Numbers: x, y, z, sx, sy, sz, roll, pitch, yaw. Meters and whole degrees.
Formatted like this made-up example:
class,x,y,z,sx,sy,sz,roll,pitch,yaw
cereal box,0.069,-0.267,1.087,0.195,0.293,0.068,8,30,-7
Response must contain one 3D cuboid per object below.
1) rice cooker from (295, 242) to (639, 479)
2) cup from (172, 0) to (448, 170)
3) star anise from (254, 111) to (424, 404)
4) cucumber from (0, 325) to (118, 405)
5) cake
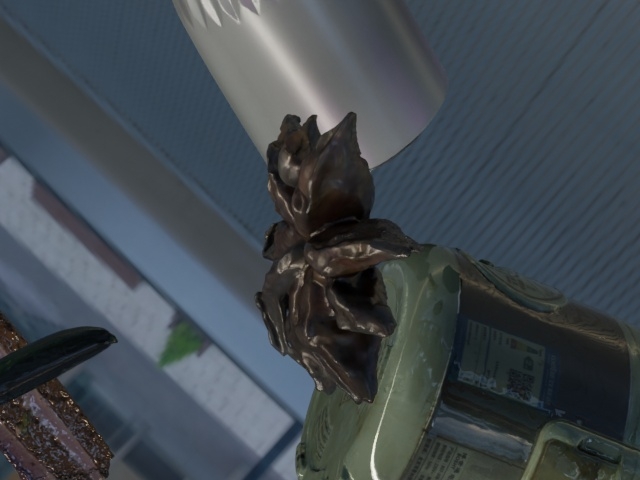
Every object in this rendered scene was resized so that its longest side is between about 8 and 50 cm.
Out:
class,x,y,z,sx,sy,sz,roll,pitch,yaw
rice cooker,0.144,0.161,1.124,0.277,0.288,0.288,22,155,-10
cup,-0.027,-0.267,1.558,0.253,0.253,0.371,9,140,49
star anise,0.000,0.000,0.780,0.182,0.065,0.195,111,149,-52
cucumber,-0.361,0.157,1.428,0.056,0.284,0.056,159,90,-76
cake,-0.390,0.209,1.691,0.295,0.116,0.113,57,170,-11
